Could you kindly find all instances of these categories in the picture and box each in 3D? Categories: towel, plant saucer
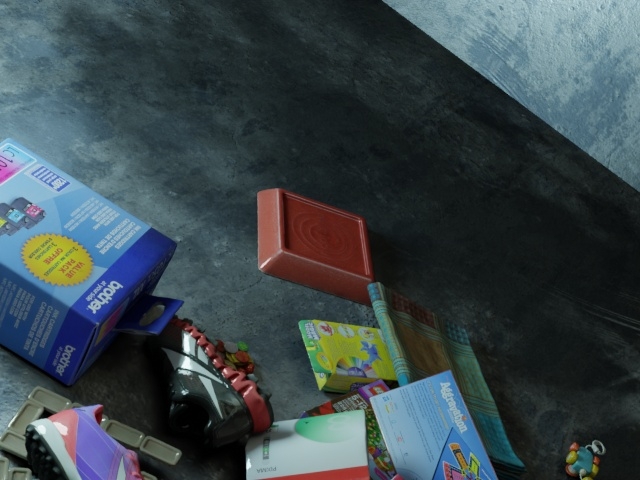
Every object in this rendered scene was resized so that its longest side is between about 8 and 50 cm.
[{"bbox_3d":[0.226,0.249,1.777,0.271,0.040,0.370,29,29,-34],"label":"towel"},{"bbox_3d":[0.000,0.000,1.980,0.259,0.047,0.258,18,36,-18],"label":"plant saucer"}]

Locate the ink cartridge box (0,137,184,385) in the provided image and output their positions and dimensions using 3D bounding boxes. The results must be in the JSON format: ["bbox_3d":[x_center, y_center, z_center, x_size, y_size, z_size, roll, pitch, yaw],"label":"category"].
[{"bbox_3d":[-0.413,0.042,1.521,0.396,0.151,0.270,33,34,0],"label":"ink cartridge box"}]

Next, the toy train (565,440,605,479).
[{"bbox_3d":[0.514,0.452,1.802,0.125,0.046,0.166,8,43,-32],"label":"toy train"}]

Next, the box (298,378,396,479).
[{"bbox_3d":[0.116,0.373,1.580,0.201,0.057,0.293,-14,54,-47],"label":"box"}]

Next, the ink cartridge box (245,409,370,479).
[{"bbox_3d":[-0.020,0.318,1.404,0.181,0.056,0.224,-8,10,3],"label":"ink cartridge box"}]

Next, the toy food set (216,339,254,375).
[{"bbox_3d":[-0.148,0.199,1.632,0.083,0.020,0.082,3,43,-34],"label":"toy food set"}]

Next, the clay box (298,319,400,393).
[{"bbox_3d":[0.061,0.213,1.748,0.222,0.053,0.127,10,39,-28],"label":"clay box"}]

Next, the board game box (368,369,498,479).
[{"bbox_3d":[0.185,0.341,1.521,0.145,0.027,0.281,-19,49,0],"label":"board game box"}]

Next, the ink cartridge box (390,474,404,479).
[{"bbox_3d":[0.131,0.476,1.356,0.237,0.172,0.100,43,37,17],"label":"ink cartridge box"}]

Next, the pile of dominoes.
[{"bbox_3d":[-0.326,0.325,1.337,0.251,0.040,0.196,24,38,3],"label":"pile of dominoes"}]

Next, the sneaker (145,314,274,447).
[{"bbox_3d":[-0.200,0.217,1.495,0.135,0.097,0.276,-30,51,-31],"label":"sneaker"}]

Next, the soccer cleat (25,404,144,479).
[{"bbox_3d":[-0.256,0.333,1.244,0.116,0.108,0.318,-22,52,-37],"label":"soccer cleat"}]
